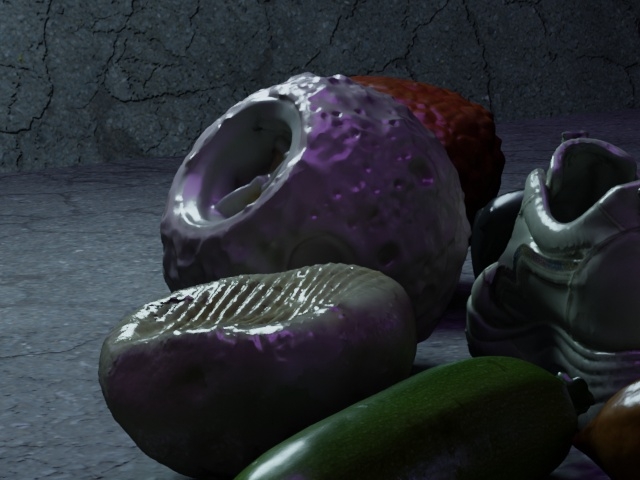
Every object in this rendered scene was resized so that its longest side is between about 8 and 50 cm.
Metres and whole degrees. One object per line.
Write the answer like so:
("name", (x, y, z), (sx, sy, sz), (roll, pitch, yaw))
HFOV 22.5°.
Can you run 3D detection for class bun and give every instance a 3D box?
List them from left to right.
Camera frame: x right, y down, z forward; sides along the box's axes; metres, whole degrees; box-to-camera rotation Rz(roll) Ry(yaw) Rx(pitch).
("bun", (-0.037, 0.097, 1.082), (0.231, 0.133, 0.231), (-9, 12, 2))

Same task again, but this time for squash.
("squash", (0.062, 0.132, 0.969), (0.101, 0.101, 0.379), (5, 12, 38))

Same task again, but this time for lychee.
("lychee", (0.040, -0.050, 1.639), (0.300, 0.255, 0.255), (-17, 10, -1))

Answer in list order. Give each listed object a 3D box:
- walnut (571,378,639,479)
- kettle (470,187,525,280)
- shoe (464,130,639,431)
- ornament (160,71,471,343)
("walnut", (0.254, 0.122, 0.981), (0.207, 0.115, 0.116), (-6, 8, 23))
("kettle", (0.256, 0.005, 1.484), (0.232, 0.144, 0.202), (-6, -20, 0))
("shoe", (0.207, 0.016, 1.270), (0.132, 0.210, 0.342), (-5, 10, -13))
("ornament", (0.000, 0.000, 1.332), (0.259, 0.259, 0.225), (10, -25, 51))
